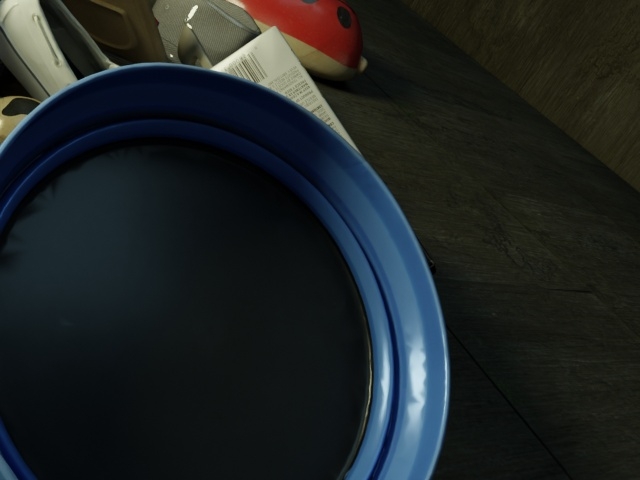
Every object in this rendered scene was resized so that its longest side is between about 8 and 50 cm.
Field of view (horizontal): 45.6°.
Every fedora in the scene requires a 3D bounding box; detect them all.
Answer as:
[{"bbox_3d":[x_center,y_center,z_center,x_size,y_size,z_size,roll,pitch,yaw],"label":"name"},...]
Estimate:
[{"bbox_3d":[-0.188,-0.342,1.281,0.275,0.124,0.244,41,23,29],"label":"fedora"}]

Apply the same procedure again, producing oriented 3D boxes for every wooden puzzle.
[{"bbox_3d":[-0.348,-0.364,0.968,0.322,0.080,0.348,24,-13,7],"label":"wooden puzzle"}]

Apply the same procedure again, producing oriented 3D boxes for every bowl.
[{"bbox_3d":[-0.071,0.059,0.563,0.391,0.077,0.391,17,59,-32],"label":"bowl"}]

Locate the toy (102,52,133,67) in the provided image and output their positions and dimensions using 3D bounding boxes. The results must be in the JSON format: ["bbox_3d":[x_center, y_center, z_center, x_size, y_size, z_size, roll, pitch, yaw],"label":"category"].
[{"bbox_3d":[-0.237,-0.194,1.060,0.137,0.056,0.237,43,23,31],"label":"toy"}]

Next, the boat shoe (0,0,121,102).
[{"bbox_3d":[-0.249,-0.158,0.835,0.258,0.084,0.095,50,31,-33],"label":"boat shoe"}]

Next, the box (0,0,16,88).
[{"bbox_3d":[-0.429,-0.236,0.797,0.143,0.165,0.270,27,25,-3],"label":"box"}]

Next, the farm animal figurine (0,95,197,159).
[{"bbox_3d":[-0.183,-0.049,0.718,0.327,0.172,0.330,18,28,-25],"label":"farm animal figurine"}]

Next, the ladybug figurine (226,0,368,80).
[{"bbox_3d":[-0.086,-0.505,1.662,0.449,0.162,0.305,28,25,-8],"label":"ladybug figurine"}]

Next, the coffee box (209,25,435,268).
[{"bbox_3d":[-0.002,-0.060,0.837,0.297,0.119,0.168,57,4,8],"label":"coffee box"}]

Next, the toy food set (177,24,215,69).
[{"bbox_3d":[-0.064,-0.184,1.124,0.306,0.092,0.219,30,20,-42],"label":"toy food set"}]
